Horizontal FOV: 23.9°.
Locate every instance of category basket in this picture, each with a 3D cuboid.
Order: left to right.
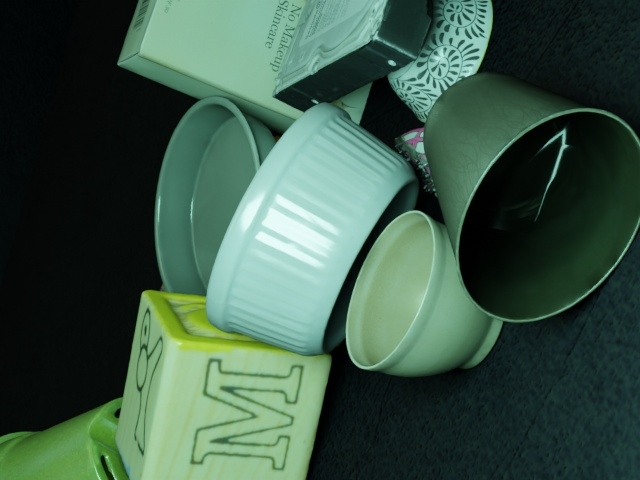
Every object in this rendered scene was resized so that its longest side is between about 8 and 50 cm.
[{"bbox_3d":[0.180,-0.063,1.386,0.204,0.154,0.227,-61,19,17],"label":"basket"}]

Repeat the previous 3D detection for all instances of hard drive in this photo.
[{"bbox_3d":[0.057,-0.292,1.788,0.237,0.064,0.339,-69,17,-13],"label":"hard drive"}]

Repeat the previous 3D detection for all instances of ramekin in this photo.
[{"bbox_3d":[0.000,0.000,1.607,0.273,0.127,0.273,-56,-14,-21],"label":"ramekin"}]

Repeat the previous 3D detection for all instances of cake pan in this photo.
[{"bbox_3d":[-0.128,-0.037,1.947,0.293,0.054,0.293,-10,78,58],"label":"cake pan"}]

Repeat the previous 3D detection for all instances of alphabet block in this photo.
[{"bbox_3d":[-0.117,0.184,1.747,0.192,0.193,0.197,-136,56,-65],"label":"alphabet block"}]

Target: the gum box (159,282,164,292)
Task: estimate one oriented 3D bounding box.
[{"bbox_3d":[-0.175,0.028,2.255,0.188,0.062,0.107,-69,22,1],"label":"gum box"}]

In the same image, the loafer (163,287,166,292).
[{"bbox_3d":[-0.166,0.121,2.098,0.087,0.094,0.251,-18,60,20],"label":"loafer"}]

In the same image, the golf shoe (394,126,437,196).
[{"bbox_3d":[0.138,-0.094,1.643,0.086,0.067,0.186,-35,17,-3],"label":"golf shoe"}]

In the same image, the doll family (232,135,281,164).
[{"bbox_3d":[-0.060,-0.050,1.975,0.163,0.118,0.263,-66,23,12],"label":"doll family"}]

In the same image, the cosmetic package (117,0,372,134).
[{"bbox_3d":[-0.088,-0.247,1.968,0.113,0.309,0.160,-6,66,67],"label":"cosmetic package"}]

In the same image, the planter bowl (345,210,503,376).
[{"bbox_3d":[0.112,0.064,1.476,0.162,0.109,0.162,-51,28,40],"label":"planter bowl"}]

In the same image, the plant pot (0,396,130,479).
[{"bbox_3d":[-0.309,0.344,2.064,0.254,0.276,0.276,-34,38,37],"label":"plant pot"}]

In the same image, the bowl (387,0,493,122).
[{"bbox_3d":[0.122,-0.231,1.766,0.170,0.080,0.170,-50,28,38],"label":"bowl"}]

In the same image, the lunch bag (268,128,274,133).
[{"bbox_3d":[-0.108,-0.165,2.274,0.067,0.065,0.098,-51,22,1],"label":"lunch bag"}]
